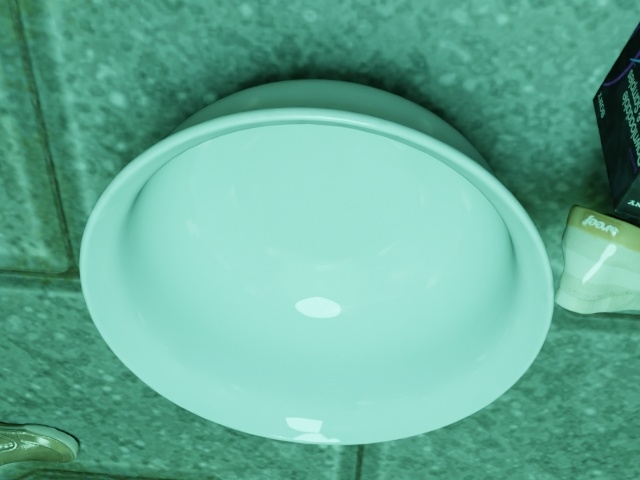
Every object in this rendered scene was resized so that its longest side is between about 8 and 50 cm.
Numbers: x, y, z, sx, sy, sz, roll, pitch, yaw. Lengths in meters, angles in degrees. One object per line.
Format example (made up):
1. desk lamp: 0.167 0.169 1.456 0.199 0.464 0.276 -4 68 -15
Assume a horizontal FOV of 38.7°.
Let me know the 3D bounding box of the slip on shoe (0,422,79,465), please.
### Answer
1. slip on shoe: -0.310 0.205 0.903 0.135 0.041 0.051 16 132 -9

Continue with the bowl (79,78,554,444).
1. bowl: 0.000 0.000 0.616 0.298 0.134 0.297 3 133 3

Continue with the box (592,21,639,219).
1. box: 0.206 -0.105 0.508 0.029 0.116 0.162 15 132 -5

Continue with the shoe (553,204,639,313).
1. shoe: 0.204 0.018 0.592 0.077 0.058 0.219 20 -172 36
